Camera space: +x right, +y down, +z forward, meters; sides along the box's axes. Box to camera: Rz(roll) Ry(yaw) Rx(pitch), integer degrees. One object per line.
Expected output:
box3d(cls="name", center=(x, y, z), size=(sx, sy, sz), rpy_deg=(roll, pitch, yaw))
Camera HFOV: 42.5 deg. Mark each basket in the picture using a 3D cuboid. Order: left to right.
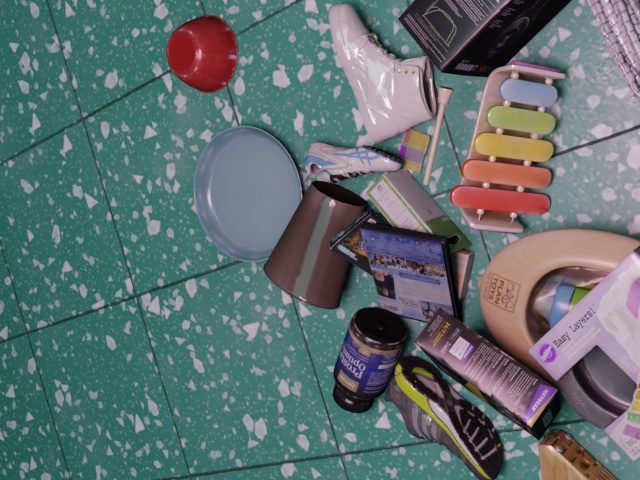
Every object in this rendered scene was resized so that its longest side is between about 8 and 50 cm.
box3d(cls="basket", center=(0.000, 0.000, 1.771), size=(0.204, 0.154, 0.227), rpy_deg=(36, 113, 34))

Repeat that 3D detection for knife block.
box3d(cls="knife block", center=(0.480, 0.541, 1.581), size=(0.275, 0.088, 0.242), rpy_deg=(43, 118, 19))

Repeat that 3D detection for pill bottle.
box3d(cls="pill bottle", center=(0.097, 0.260, 1.755), size=(0.123, 0.123, 0.219), rpy_deg=(34, 126, 24))

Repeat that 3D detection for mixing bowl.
box3d(cls="mixing bowl", center=(-0.292, -0.435, 1.915), size=(0.181, 0.098, 0.181), rpy_deg=(6, 101, 33))

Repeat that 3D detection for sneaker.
box3d(cls="sneaker", center=(0.069, -0.159, 1.730), size=(0.237, 0.085, 0.086), rpy_deg=(9, 90, 38))
box3d(cls="sneaker", center=(0.136, -0.360, 1.649), size=(0.169, 0.108, 0.293), rpy_deg=(-18, 98, 33))
box3d(cls="sneaker", center=(0.253, 0.379, 1.708), size=(0.300, 0.111, 0.121), rpy_deg=(48, 133, 22))

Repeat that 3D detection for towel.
box3d(cls="towel", center=(0.192, -0.186, 1.693), size=(0.060, 0.009, 0.083), rpy_deg=(23, 111, 28))
box3d(cls="towel", center=(0.531, -0.340, 1.309), size=(0.121, 0.235, 0.284), rpy_deg=(-26, 85, 30))

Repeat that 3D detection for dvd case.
box3d(cls="dvd case", center=(0.185, 0.074, 1.651), size=(0.180, 0.022, 0.253), rpy_deg=(11, 138, 29))

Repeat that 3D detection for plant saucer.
box3d(cls="plant saucer", center=(-0.164, -0.108, 1.921), size=(0.317, 0.043, 0.318), rpy_deg=(6, 101, 32))

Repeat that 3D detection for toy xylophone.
box3d(cls="toy xylophone", center=(0.317, -0.170, 1.508), size=(0.081, 0.236, 0.323), rpy_deg=(-129, 39, -65))

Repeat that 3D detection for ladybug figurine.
box3d(cls="ladybug figurine", center=(0.497, 0.127, 1.454), size=(0.449, 0.162, 0.305), rpy_deg=(20, 110, 29))

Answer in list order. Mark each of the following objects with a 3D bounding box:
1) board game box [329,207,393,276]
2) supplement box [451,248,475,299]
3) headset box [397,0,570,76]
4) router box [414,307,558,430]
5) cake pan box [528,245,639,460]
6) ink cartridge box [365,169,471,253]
box3d(cls="board game box", center=(0.128, 0.021, 1.688), size=(0.186, 0.026, 0.126), rpy_deg=(33, 125, -25))
box3d(cls="supplement box", center=(0.270, 0.064, 1.668), size=(0.062, 0.036, 0.098), rpy_deg=(19, 108, 30))
box3d(cls="headset box", center=(0.318, -0.430, 1.426), size=(0.283, 0.246, 0.131), rpy_deg=(-44, 73, 30))
box3d(cls="router box", center=(0.315, 0.252, 1.512), size=(0.243, 0.309, 0.081), rpy_deg=(35, 86, 23))
box3d(cls="cake pan box", center=(0.505, 0.184, 1.321), size=(0.246, 0.070, 0.267), rpy_deg=(50, 121, 18))
box3d(cls="ink cartridge box", center=(0.197, -0.043, 1.654), size=(0.209, 0.109, 0.062), rpy_deg=(51, 121, 15))
